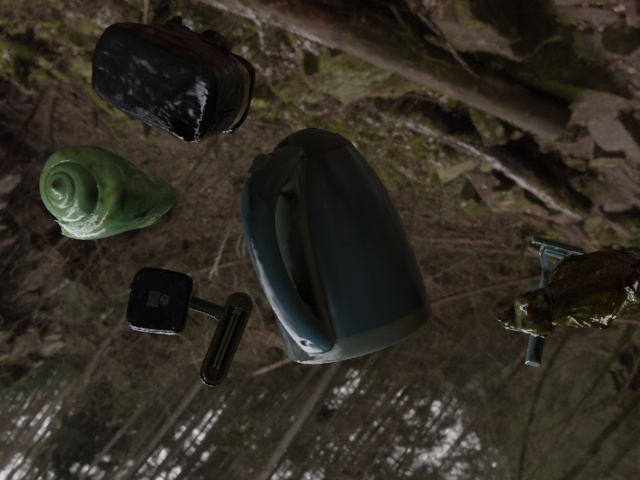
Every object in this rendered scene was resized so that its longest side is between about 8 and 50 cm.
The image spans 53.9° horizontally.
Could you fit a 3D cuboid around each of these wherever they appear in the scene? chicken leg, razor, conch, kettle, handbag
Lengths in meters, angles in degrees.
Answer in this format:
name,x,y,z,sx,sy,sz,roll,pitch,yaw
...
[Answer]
name,x,y,z,sx,sy,sz,roll,pitch,yaw
chicken leg,0.437,0.095,1.099,0.211,0.361,0.140,125,131,-59
razor,0.478,0.131,1.343,0.111,0.278,0.056,15,166,8
conch,-0.341,-0.063,1.007,0.137,0.143,0.250,13,172,8
kettle,0.000,0.000,0.974,0.319,0.247,0.342,-31,-73,-59
handbag,-0.250,-0.290,1.109,0.254,0.181,0.181,24,-155,11

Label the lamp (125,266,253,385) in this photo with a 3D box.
name,x,y,z,sx,sy,sz,roll,pitch,yaw
lamp,-0.264,0.175,1.234,0.124,0.203,0.283,4,167,23
